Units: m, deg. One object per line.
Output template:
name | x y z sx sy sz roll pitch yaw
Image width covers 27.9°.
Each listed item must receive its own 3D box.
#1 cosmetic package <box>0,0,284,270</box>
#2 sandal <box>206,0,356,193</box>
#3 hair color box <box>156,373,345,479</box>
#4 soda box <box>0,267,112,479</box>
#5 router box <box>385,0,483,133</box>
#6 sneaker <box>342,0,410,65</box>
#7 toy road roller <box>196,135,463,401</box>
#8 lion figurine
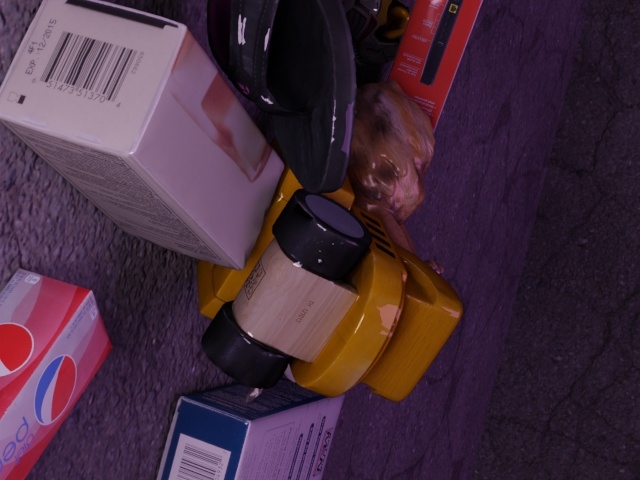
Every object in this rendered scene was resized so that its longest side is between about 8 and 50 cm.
cosmetic package | -0.157 -0.093 1.203 0.296 0.153 0.129 56 53 -66
sandal | -0.062 -0.253 1.240 0.167 0.107 0.446 145 -64 -66
hair color box | -0.090 0.284 1.712 0.347 0.105 0.174 3 104 -69
soda box | -0.289 0.154 1.128 0.092 0.083 0.263 81 31 -48
router box | 0.151 -0.248 1.768 0.335 0.082 0.301 -60 171 -73
sneaker | 0.081 -0.287 1.769 0.225 0.092 0.088 14 89 -71
toy road roller | 0.009 0.043 1.420 0.203 0.240 0.329 -57 -158 18
lion figurine | 0.000 0.000 1.581 0.392 0.240 0.142 -38 169 11
